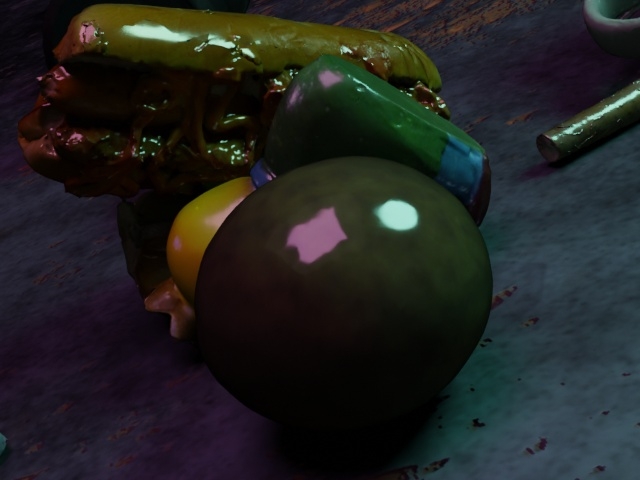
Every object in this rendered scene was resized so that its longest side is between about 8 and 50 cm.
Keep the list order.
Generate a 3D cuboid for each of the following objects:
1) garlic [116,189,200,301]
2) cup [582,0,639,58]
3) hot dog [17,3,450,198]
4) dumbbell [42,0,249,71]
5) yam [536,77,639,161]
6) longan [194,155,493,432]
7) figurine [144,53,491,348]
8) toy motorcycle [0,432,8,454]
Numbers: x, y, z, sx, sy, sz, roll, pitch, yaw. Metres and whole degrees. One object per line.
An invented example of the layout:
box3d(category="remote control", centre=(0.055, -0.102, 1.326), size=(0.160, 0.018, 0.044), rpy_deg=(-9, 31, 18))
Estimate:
box3d(category="garlic", centre=(-0.107, 0.008, 1.056), size=(0.094, 0.113, 0.074), rpy_deg=(-8, -22, -7))
box3d(category="cup", centre=(0.351, -0.261, 1.102), size=(0.301, 0.227, 0.257), rpy_deg=(-48, 35, -14))
box3d(category="hot dog", centre=(-0.055, -0.091, 1.035), size=(0.349, 0.158, 0.117), rpy_deg=(1, 50, -34))
box3d(category="dumbbell", centre=(-0.193, -0.271, 1.583), size=(0.204, 0.203, 0.322), rpy_deg=(-17, 23, 11))
box3d(category="yam", centre=(0.234, -0.103, 1.066), size=(0.145, 0.032, 0.032), rpy_deg=(-29, 24, -17))
box3d(category="longan", centre=(0.007, 0.032, 0.818), size=(0.204, 0.159, 0.185), rpy_deg=(-10, 16, 47))
box3d(category="figurine", centre=(-0.002, -0.004, 0.969), size=(0.234, 0.185, 0.127), rpy_deg=(-58, 36, 10))
box3d(category="toy motorcycle", centre=(-0.322, 0.144, 0.937), size=(0.173, 0.108, 0.307), rpy_deg=(-36, 27, -10))
